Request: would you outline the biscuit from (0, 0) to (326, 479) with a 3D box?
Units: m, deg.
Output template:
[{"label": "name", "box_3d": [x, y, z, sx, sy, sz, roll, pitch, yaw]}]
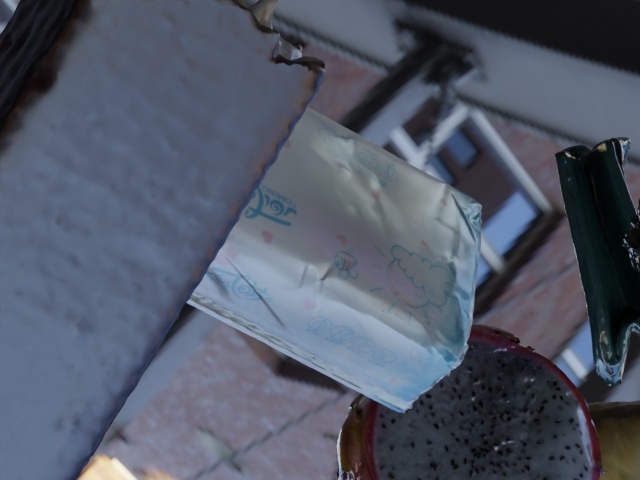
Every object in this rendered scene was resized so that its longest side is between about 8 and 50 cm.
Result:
[{"label": "biscuit", "box_3d": [-0.102, -0.005, 0.604, 0.252, 0.106, 0.070, -59, -152, -2]}]

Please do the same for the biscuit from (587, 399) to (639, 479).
[{"label": "biscuit", "box_3d": [0.348, 0.399, 1.836, 0.104, 0.429, 0.446, -23, -174, -41]}]

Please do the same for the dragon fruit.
[{"label": "dragon fruit", "box_3d": [0.150, 0.245, 1.650, 0.291, 0.290, 0.189, -49, 177, -22]}]

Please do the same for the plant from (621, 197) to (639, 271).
[{"label": "plant", "box_3d": [0.313, -0.036, 1.344, 0.174, 0.085, 0.087, -69, -163, -5]}]

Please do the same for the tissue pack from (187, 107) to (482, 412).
[{"label": "tissue pack", "box_3d": [0.000, -0.002, 1.330, 0.124, 0.271, 0.201, -48, -158, 40]}]

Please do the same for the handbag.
[{"label": "handbag", "box_3d": [0.303, 0.025, 1.588, 0.089, 0.239, 0.326, -15, 173, 10]}]
